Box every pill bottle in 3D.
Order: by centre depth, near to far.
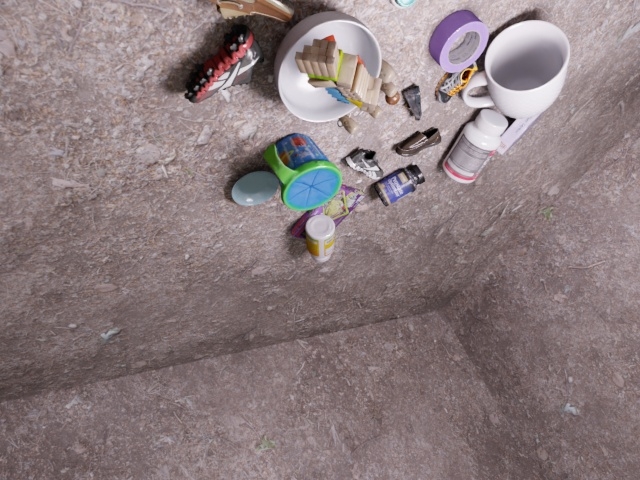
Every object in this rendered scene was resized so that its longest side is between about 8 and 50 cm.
[{"bbox_3d":[0.704,-0.429,2.029,0.176,0.176,0.319,-10,146,-25],"label":"pill bottle"},{"bbox_3d":[0.372,-0.262,2.091,0.219,0.123,0.123,-30,149,6],"label":"pill bottle"},{"bbox_3d":[0.000,0.000,2.115,0.136,0.136,0.246,-19,149,-11],"label":"pill bottle"}]

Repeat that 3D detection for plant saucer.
[{"bbox_3d":[-0.264,-0.217,1.775,0.194,0.037,0.195,-19,149,-12],"label":"plant saucer"}]

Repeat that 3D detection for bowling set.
[{"bbox_3d":[0.171,-0.521,1.567,0.199,0.154,0.287,-17,152,-51],"label":"bowling set"}]

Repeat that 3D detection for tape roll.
[{"bbox_3d":[0.482,-0.693,1.558,0.188,0.080,0.189,-19,150,-12],"label":"tape roll"}]

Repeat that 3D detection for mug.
[{"bbox_3d":[0.739,-0.611,1.725,0.374,0.276,0.328,-9,166,22],"label":"mug"}]

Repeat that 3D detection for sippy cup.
[{"bbox_3d":[-0.067,-0.268,1.660,0.240,0.224,0.305,-22,149,-4],"label":"sippy cup"}]

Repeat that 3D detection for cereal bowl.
[{"bbox_3d":[0.009,-0.544,1.371,0.338,0.141,0.339,-17,147,-11],"label":"cereal bowl"}]

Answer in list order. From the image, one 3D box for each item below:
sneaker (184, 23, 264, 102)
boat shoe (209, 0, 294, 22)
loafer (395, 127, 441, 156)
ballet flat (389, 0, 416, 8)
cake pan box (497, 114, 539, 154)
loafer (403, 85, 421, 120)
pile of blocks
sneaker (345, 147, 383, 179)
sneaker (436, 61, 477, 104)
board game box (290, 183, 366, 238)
[{"bbox_3d":[-0.273,-0.486,1.298,0.276,0.098,0.135,-38,145,17],"label":"sneaker"},{"bbox_3d":[-0.224,-0.628,1.117,0.323,0.123,0.120,12,139,-35],"label":"boat shoe"},{"bbox_3d":[0.420,-0.433,1.924,0.220,0.080,0.078,-25,140,-11],"label":"loafer"},{"bbox_3d":[0.306,-0.823,1.186,0.139,0.139,0.400,11,129,-45],"label":"ballet flat"},{"bbox_3d":[0.933,-0.535,2.049,0.245,0.070,0.267,-37,166,-46],"label":"cake pan box"},{"bbox_3d":[0.362,-0.534,1.746,0.061,0.062,0.170,-8,148,13],"label":"loafer"},{"bbox_3d":[0.059,-0.489,1.284,0.362,0.148,0.113,16,87,-56],"label":"pile of blocks"},{"bbox_3d":[0.216,-0.332,1.913,0.234,0.078,0.106,15,133,-45],"label":"sneaker"},{"bbox_3d":[0.520,-0.609,1.712,0.084,0.083,0.215,-10,147,-27],"label":"sneaker"},{"bbox_3d":[0.033,-0.129,2.122,0.208,0.056,0.347,6,137,-47],"label":"board game box"}]
